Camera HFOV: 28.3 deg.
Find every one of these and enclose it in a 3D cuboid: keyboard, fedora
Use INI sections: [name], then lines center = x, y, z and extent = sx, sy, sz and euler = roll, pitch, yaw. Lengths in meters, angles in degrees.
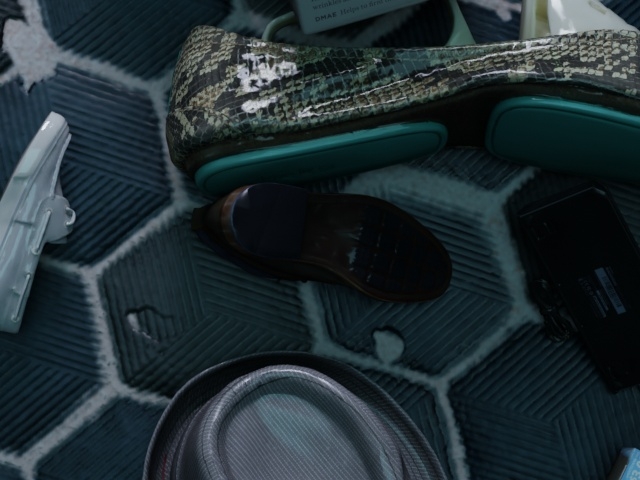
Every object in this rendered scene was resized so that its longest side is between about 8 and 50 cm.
[keyboard]
center = 0.225, 0.043, 1.048
extent = 0.108, 0.023, 0.180
euler = -23, 103, 30
[fedora]
center = -0.007, 0.200, 0.970
extent = 0.243, 0.124, 0.275
euler = -28, 76, -19

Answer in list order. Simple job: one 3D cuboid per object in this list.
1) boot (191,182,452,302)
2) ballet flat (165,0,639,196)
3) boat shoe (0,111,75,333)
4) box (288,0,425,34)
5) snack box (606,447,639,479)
[boot]
center = 0.000, 0.000, 1.049
extent = 0.219, 0.106, 0.082
euler = 19, 81, -30
[ballet flat]
center = 0.116, -0.135, 1.027
extent = 0.482, 0.164, 0.182
euler = -1, 75, 0
[boat shoe]
center = -0.235, -0.012, 1.039
extent = 0.063, 0.066, 0.184
euler = 23, 82, -15
[box]
center = 0.039, -0.273, 1.002
extent = 0.182, 0.181, 0.119
euler = -17, 128, -4
[snack box]
center = 0.262, 0.352, 1.023
extent = 0.187, 0.060, 0.322
euler = 26, 84, 6
